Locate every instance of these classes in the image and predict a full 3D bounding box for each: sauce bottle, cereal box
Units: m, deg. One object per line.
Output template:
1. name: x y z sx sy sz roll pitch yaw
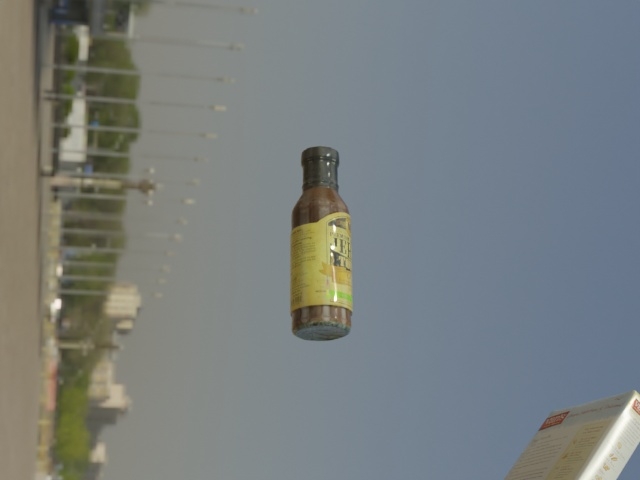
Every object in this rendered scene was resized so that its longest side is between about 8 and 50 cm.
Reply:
1. sauce bottle: 0.000 0.000 2.017 0.111 0.112 0.344 124 -33 -66
2. cereal box: 0.277 0.287 1.351 0.240 0.047 0.173 -46 -174 -29
